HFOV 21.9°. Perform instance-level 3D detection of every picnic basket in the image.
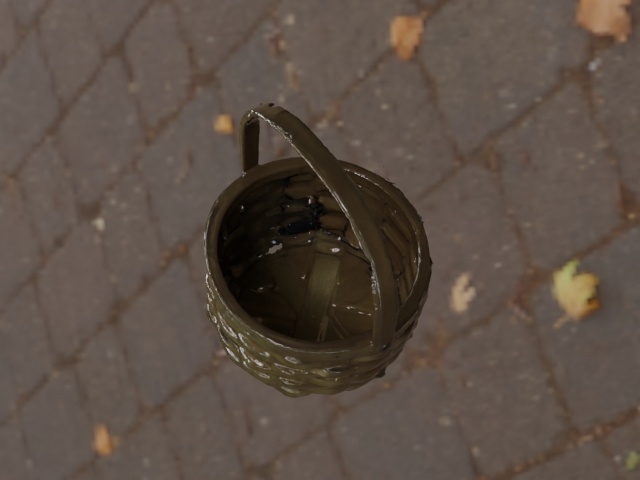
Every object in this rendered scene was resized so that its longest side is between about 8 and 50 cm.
[{"bbox_3d":[0.000,0.000,0.458,0.072,0.072,0.083,60,164,29],"label":"picnic basket"}]
